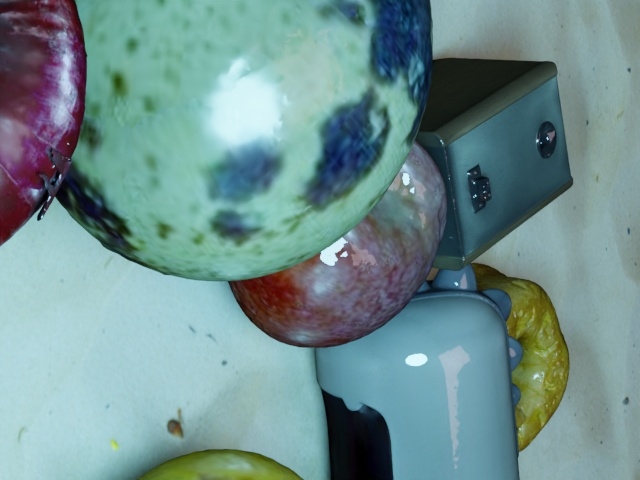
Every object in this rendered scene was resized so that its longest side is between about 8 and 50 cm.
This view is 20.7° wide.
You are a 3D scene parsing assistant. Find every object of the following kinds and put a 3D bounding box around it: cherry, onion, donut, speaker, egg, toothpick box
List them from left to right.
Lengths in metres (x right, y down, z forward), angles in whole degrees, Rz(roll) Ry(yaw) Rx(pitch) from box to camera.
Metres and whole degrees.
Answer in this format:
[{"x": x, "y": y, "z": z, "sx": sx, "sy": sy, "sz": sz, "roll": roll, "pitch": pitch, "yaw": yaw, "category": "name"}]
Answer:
[{"x": -0.316, "y": -0.111, "z": 1.250, "sx": 0.232, "sy": 0.314, "sz": 0.314, "roll": 113, "pitch": -4, "yaw": -75, "category": "onion"}, {"x": -0.075, "y": -0.172, "z": 1.465, "sx": 0.345, "sy": 0.345, "sz": 0.428, "roll": 47, "pitch": 44, "yaw": -44, "category": "egg"}, {"x": -0.002, "y": -0.007, "z": 1.692, "sx": 0.206, "sy": 0.239, "sz": 0.239, "roll": 44, "pitch": 60, "yaw": -24, "category": "cherry"}, {"x": 0.112, "y": 0.176, "z": 1.850, "sx": 0.229, "sy": 0.229, "sz": 0.316, "roll": -21, "pitch": 111, "yaw": -48, "category": "toothpick box"}, {"x": 0.137, "y": -0.088, "z": 1.859, "sx": 0.231, "sy": 0.193, "sz": 0.153, "roll": -34, "pitch": 120, "yaw": -45, "category": "speaker"}, {"x": 0.196, "y": 0.143, "z": 2.035, "sx": 0.227, "sy": 0.114, "sz": 0.226, "roll": -14, "pitch": 108, "yaw": -49, "category": "donut"}]

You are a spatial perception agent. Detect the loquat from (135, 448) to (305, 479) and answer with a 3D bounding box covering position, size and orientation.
[{"x": -0.093, "y": 0.326, "z": 1.604, "sx": 0.275, "sy": 0.275, "sz": 0.274, "roll": -11, "pitch": 104, "yaw": -50, "category": "loquat"}]
